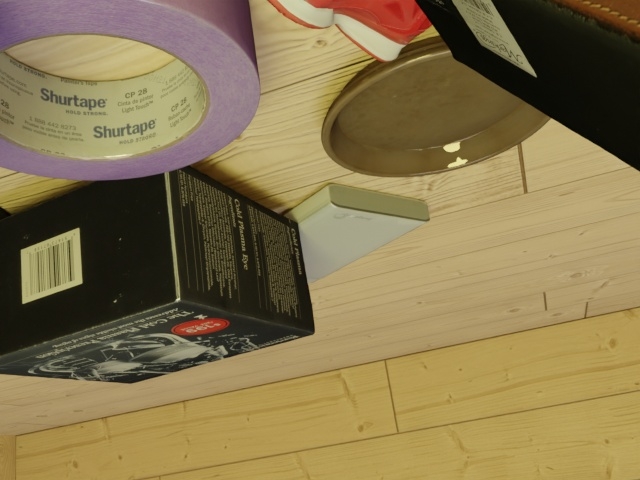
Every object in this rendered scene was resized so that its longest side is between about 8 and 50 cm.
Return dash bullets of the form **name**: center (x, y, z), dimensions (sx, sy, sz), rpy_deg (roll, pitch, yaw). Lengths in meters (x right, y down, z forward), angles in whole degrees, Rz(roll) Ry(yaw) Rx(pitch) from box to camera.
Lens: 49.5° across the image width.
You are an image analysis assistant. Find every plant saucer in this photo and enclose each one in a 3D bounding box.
- **plant saucer**: center (0.135, -0.150, 0.792), dimensions (0.277, 0.041, 0.278), rpy_deg (-8, 161, -3)

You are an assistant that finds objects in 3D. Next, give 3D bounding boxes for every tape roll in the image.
- **tape roll**: center (-0.191, -0.149, 0.582), dimensions (0.274, 0.090, 0.275), rpy_deg (-8, 161, -3)

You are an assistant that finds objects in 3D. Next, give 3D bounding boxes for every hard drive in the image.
- **hard drive**: center (0.000, 0.000, 1.140), dimensions (0.203, 0.040, 0.307), rpy_deg (7, 155, -37)

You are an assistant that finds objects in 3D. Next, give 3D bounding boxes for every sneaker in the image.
- **sneaker**: center (0.040, -0.221, 0.528), dimensions (0.128, 0.087, 0.221), rpy_deg (-32, 163, 30)

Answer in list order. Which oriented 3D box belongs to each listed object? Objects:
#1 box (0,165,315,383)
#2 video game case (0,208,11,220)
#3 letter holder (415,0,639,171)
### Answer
- **box**: center (-0.233, 0.064, 0.922), dimensions (0.343, 0.179, 0.312), rpy_deg (-18, 160, 23)
- **video game case**: center (-0.538, -0.021, 0.861), dimensions (0.248, 0.035, 0.275), rpy_deg (-11, 161, 3)
- **letter holder**: center (0.200, -0.175, 0.387), dimensions (0.214, 0.302, 0.152), rpy_deg (-45, 132, 7)
